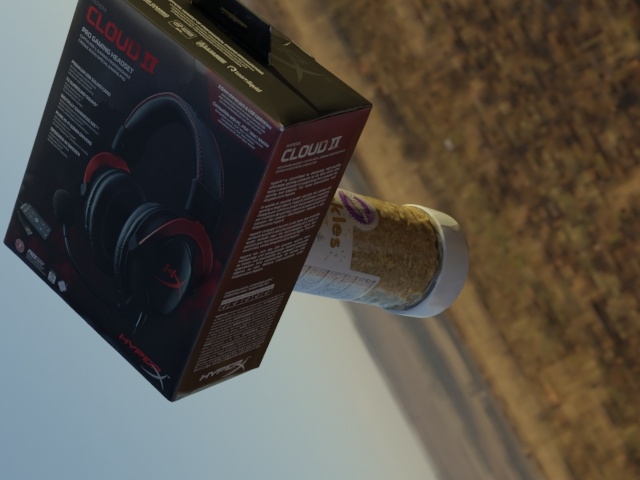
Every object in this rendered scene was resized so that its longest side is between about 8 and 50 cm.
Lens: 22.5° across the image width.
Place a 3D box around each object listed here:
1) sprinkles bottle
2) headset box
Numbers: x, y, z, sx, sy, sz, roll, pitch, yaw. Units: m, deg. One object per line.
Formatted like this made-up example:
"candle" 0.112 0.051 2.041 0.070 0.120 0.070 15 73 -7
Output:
"sprinkles bottle" 0.000 0.000 1.651 0.355 0.121 0.121 13 -140 -45
"headset box" -0.106 -0.061 1.235 0.218 0.293 0.110 41 -145 24
